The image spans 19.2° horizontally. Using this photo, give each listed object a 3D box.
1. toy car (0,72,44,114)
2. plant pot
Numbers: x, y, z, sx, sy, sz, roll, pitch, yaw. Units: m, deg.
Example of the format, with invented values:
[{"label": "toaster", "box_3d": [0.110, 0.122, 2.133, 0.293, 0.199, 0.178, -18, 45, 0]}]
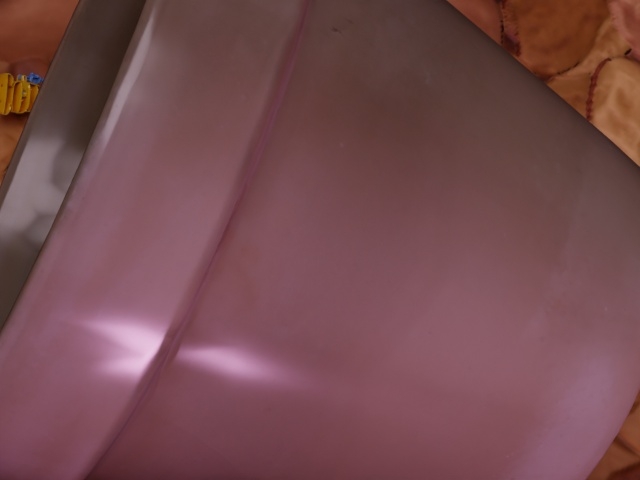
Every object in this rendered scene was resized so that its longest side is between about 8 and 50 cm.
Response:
[{"label": "toy car", "box_3d": [-0.185, -0.124, 1.063, 0.040, 0.060, 0.122, 4, 78, -53]}, {"label": "plant pot", "box_3d": [0.000, 0.000, 0.897, 0.280, 0.323, 0.323, 22, 64, -15]}]
